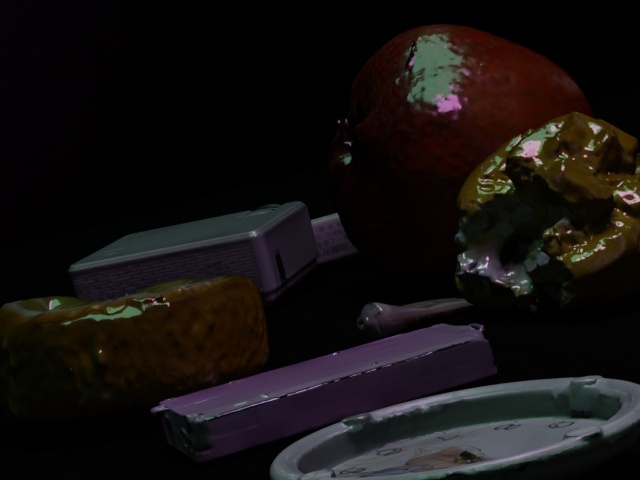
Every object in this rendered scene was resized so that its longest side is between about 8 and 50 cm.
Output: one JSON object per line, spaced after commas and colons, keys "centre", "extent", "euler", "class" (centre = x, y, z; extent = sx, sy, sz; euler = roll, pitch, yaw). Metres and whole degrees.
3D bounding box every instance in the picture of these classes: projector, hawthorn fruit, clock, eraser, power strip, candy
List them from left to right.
{"centre": [-0.173, 0.095, 1.574], "extent": [0.259, 0.118, 0.260], "euler": [-11, 5, 1], "class": "candy"}
{"centre": [-0.147, 0.035, 2.081], "extent": [0.256, 0.099, 0.192], "euler": [-11, 11, 19], "class": "projector"}
{"centre": [0.000, 0.000, 2.188], "extent": [0.351, 0.061, 0.089], "euler": [-15, 1, 14], "class": "eraser"}
{"centre": [0.007, 0.118, 1.374], "extent": [0.278, 0.038, 0.109], "euler": [-14, 7, -19], "class": "power strip"}
{"centre": [0.087, 0.133, 1.035], "extent": [0.236, 0.053, 0.236], "euler": [-10, 5, 1], "class": "clock"}
{"centre": [0.185, -0.091, 1.954], "extent": [0.368, 0.285, 0.284], "euler": [8, -5, -31], "class": "hawthorn fruit"}

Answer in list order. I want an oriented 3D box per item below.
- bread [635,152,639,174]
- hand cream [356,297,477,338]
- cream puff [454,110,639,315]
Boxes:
{"centre": [0.344, -0.040, 1.810], "extent": [0.213, 0.105, 0.213], "euler": [-14, 9, 2], "class": "bread"}
{"centre": [0.102, 0.068, 1.683], "extent": [0.165, 0.037, 0.057], "euler": [-8, 2, -38], "class": "hand cream"}
{"centre": [0.234, -0.028, 1.607], "extent": [0.194, 0.195, 0.221], "euler": [-18, 12, -40], "class": "cream puff"}
